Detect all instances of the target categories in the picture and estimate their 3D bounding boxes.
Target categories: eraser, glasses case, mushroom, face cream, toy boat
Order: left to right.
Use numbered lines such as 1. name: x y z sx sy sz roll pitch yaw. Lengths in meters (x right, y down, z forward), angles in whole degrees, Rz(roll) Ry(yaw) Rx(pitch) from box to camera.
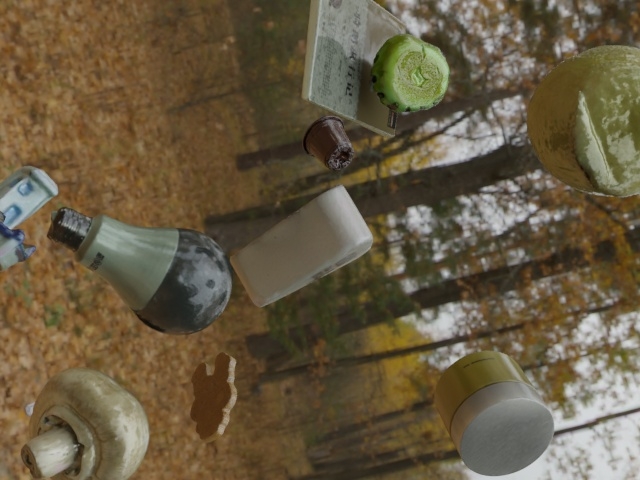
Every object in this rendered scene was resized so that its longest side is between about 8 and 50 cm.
1. toy boat: -0.374 -0.036 0.936 0.262 0.115 0.114 9 -40 46
2. glasses case: -0.708 0.419 2.111 0.021 0.083 0.032 -26 -96 46
3. mushroom: -0.475 0.377 1.620 0.234 0.260 0.254 -16 83 -59
4. eraser: 0.000 0.000 1.891 0.150 0.331 0.331 58 -4 4
5. face cream: 0.382 0.382 1.862 0.179 0.218 0.218 -113 -170 -60

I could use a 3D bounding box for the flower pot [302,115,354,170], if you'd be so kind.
1. flower pot: 0.027 -0.207 1.846 0.089 0.111 0.111 53 -16 35

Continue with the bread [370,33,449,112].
1. bread: 0.149 -0.280 1.402 0.071 0.139 0.130 -139 -129 -61

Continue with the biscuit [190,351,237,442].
1. biscuit: -0.266 0.392 2.082 0.040 0.144 0.236 33 35 -36

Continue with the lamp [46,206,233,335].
1. lamp: -0.300 0.054 1.383 0.182 0.314 0.182 -166 -90 -73

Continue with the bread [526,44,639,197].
1. bread: 0.586 -0.243 1.723 0.237 0.321 0.320 -115 -170 -52

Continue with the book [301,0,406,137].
1. book: 0.064 -0.309 1.419 0.310 0.021 0.217 9 86 -59
